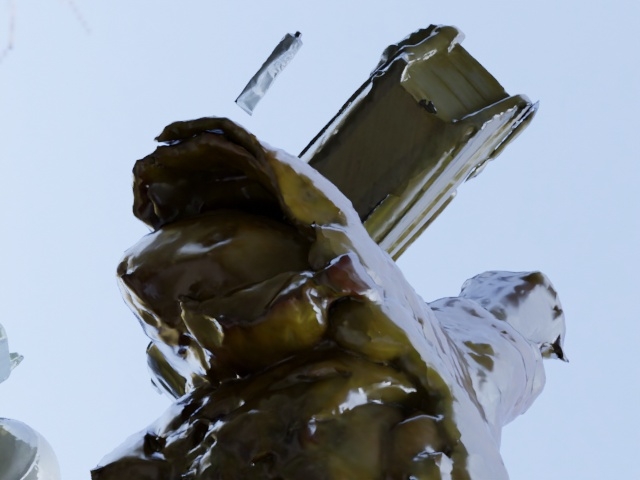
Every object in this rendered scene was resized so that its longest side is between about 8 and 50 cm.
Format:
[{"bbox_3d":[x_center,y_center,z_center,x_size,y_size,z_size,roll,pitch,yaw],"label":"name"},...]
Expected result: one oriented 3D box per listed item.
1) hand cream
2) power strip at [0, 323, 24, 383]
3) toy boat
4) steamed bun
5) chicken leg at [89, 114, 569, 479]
[{"bbox_3d":[-0.048,-0.162,1.535,0.093,0.030,0.019,-50,-125,8],"label":"hand cream"},{"bbox_3d":[-0.452,0.179,1.787,0.046,0.270,0.118,46,-26,18],"label":"power strip"},{"bbox_3d":[0.000,0.000,1.419,0.445,0.162,0.136,-48,-108,14],"label":"toy boat"},{"bbox_3d":[-0.367,0.278,1.630,0.130,0.228,0.177,67,-7,-32],"label":"steamed bun"},{"bbox_3d":[0.022,0.058,0.819,0.182,0.409,0.295,-29,-88,34],"label":"chicken leg"}]
